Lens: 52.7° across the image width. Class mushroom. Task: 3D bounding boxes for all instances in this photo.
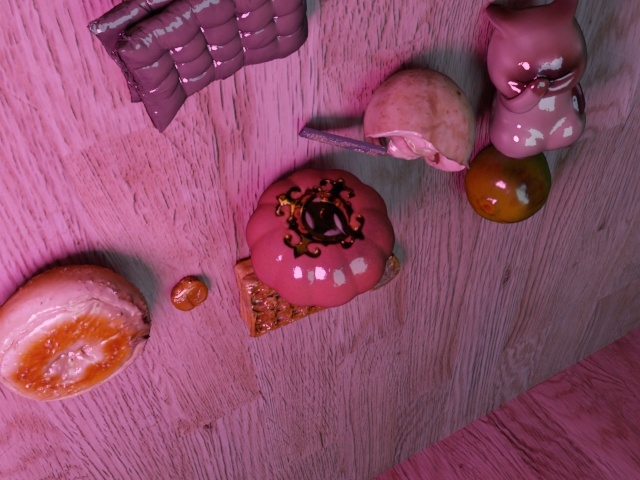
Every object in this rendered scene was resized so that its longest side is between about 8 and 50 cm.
[{"bbox_3d":[0.206,-0.258,1.351,0.254,0.195,0.188,23,82,-31],"label":"mushroom"}]

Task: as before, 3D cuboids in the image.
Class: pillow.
[{"bbox_3d":[-0.167,-0.322,1.000,0.326,0.101,0.228,-33,166,-10],"label":"pillow"}]

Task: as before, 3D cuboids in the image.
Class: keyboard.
[{"bbox_3d":[0.045,-0.199,1.307,0.176,0.055,0.014,12,86,-12],"label":"keyboard"}]

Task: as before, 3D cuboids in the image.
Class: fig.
[{"bbox_3d":[0.484,-0.153,1.627,0.230,0.207,0.207,-30,141,-9],"label":"fig"}]

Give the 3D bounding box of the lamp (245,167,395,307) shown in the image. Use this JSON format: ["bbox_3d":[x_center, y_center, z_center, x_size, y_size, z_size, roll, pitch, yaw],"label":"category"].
[{"bbox_3d":[0.000,0.000,1.344,0.306,0.305,0.239,-30,159,-11],"label":"lamp"}]

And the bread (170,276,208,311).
[{"bbox_3d":[-0.290,0.118,1.423,0.083,0.046,0.080,-16,134,-24],"label":"bread"}]

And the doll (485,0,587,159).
[{"bbox_3d":[0.476,-0.340,1.432,0.215,0.225,0.370,-5,148,15],"label":"doll"}]

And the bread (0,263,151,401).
[{"bbox_3d":[-0.479,0.169,1.238,0.306,0.158,0.305,-18,135,-20],"label":"bread"}]

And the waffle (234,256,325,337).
[{"bbox_3d":[-0.051,0.096,1.549,0.308,0.091,0.212,-21,138,-20],"label":"waffle"}]

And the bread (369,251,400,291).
[{"bbox_3d":[0.143,0.067,1.691,0.117,0.064,0.156,-42,142,3],"label":"bread"}]
